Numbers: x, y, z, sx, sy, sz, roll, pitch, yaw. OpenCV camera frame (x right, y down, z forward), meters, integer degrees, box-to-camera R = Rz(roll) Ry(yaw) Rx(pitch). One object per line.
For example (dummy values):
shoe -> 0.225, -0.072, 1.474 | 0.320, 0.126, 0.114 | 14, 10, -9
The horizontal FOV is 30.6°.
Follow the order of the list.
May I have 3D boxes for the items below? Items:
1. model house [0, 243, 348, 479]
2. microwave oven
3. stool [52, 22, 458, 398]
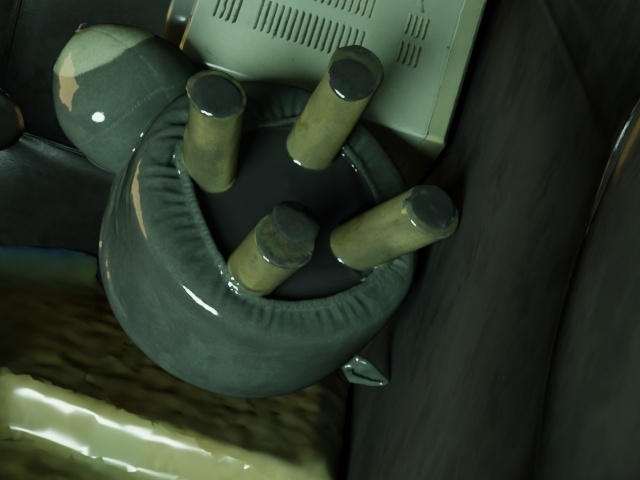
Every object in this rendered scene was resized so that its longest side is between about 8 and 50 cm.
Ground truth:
model house -> -0.194, 0.215, 0.624 | 0.382, 0.342, 0.335 | -83, 13, -74
microwave oven -> 0.015, -0.178, 0.735 | 0.145, 0.193, 0.241 | 107, 180, -79
stool -> -0.044, -0.022, 0.589 | 0.139, 0.228, 0.153 | -51, 12, 55
